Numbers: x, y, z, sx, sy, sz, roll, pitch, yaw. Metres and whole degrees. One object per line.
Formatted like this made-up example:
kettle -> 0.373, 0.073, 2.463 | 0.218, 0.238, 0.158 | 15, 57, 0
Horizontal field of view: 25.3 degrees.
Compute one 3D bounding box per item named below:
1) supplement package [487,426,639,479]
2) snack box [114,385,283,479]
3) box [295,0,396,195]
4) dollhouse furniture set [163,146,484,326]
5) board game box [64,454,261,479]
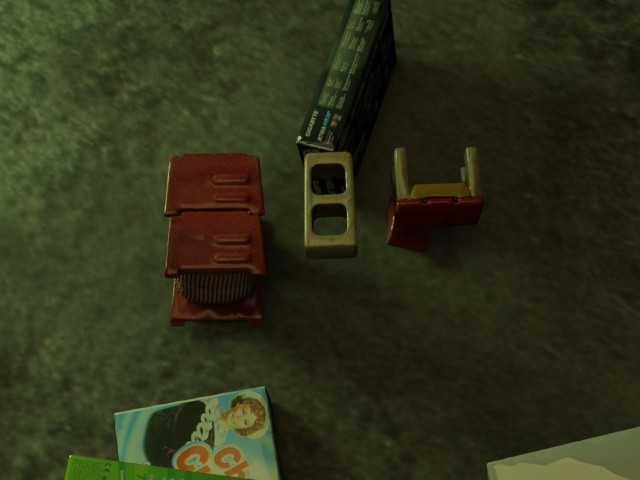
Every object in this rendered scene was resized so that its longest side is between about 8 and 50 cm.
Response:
supplement package -> 0.300, 0.335, 1.576 | 0.194, 0.149, 0.203 | -13, 69, 1
snack box -> -0.128, 0.344, 1.663 | 0.187, 0.060, 0.322 | -11, 69, 1
box -> 0.037, -0.176, 1.777 | 0.051, 0.175, 0.220 | 16, 73, 12
dollhouse furniture set -> 0.000, 0.000, 1.712 | 0.374, 0.201, 0.152 | -1, 69, -2
board game box -> -0.172, 0.323, 1.624 | 0.259, 0.039, 0.124 | 5, 72, 12
